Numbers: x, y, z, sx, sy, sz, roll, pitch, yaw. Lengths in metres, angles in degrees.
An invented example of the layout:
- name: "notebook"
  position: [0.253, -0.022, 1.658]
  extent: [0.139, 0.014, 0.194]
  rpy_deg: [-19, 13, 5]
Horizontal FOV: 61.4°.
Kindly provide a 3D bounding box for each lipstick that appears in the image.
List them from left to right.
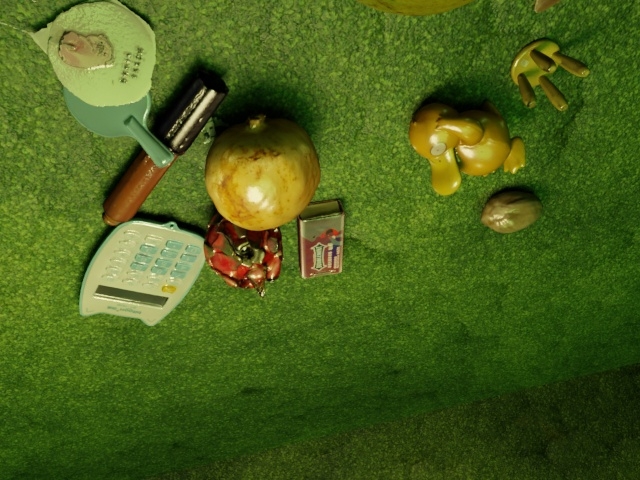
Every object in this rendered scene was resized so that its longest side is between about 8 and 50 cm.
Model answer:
- name: "lipstick"
  position: [-0.327, -0.170, 1.084]
  extent: [0.077, 0.077, 0.418]
  rpy_deg: [23, 127, -37]

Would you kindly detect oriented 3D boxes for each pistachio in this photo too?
- name: "pistachio"
  position: [0.519, -0.077, 1.447]
  extent: [0.185, 0.108, 0.126]
  rpy_deg: [-12, 163, -16]

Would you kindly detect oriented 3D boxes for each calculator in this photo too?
- name: "calculator"
  position: [-0.437, 0.077, 1.333]
  extent: [0.256, 0.054, 0.386]
  rpy_deg: [16, 133, -32]

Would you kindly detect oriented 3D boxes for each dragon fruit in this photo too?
- name: "dragon fruit"
  position: [-0.170, 0.013, 1.222]
  extent: [0.193, 0.274, 0.192]
  rpy_deg: [20, 93, -5]

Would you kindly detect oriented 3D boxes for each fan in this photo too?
- name: "fan"
  position: [-0.433, -0.329, 0.891]
  extent: [0.310, 0.010, 0.182]
  rpy_deg: [12, 111, -19]

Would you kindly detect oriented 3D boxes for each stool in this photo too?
- name: "stool"
  position: [0.472, -0.345, 1.125]
  extent: [0.135, 0.110, 0.134]
  rpy_deg: [-29, 138, 16]

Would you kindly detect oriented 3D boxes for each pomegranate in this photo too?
- name: "pomegranate"
  position: [-0.114, -0.139, 1.071]
  extent: [0.248, 0.248, 0.248]
  rpy_deg: [-9, 139, -8]

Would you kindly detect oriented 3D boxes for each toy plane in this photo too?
- name: "toy plane"
  position: [-0.223, -0.229, 1.085]
  extent: [0.080, 0.033, 0.083]
  rpy_deg: [-19, 140, -14]

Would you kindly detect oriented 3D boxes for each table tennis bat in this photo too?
- name: "table tennis bat"
  position: [-0.357, -0.232, 0.981]
  extent: [0.149, 0.038, 0.237]
  rpy_deg: [-36, 112, 10]

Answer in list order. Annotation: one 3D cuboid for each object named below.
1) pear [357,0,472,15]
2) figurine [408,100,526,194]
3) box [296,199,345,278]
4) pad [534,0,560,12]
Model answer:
- name: "pear"
  position: [0.140, -0.481, 0.711]
  extent: [0.413, 0.352, 0.352]
  rpy_deg: [-8, 139, -5]
- name: "figurine"
  position: [0.313, -0.216, 1.189]
  extent: [0.228, 0.215, 0.215]
  rpy_deg: [-19, 141, -20]
- name: "box"
  position: [0.000, 0.000, 1.387]
  extent: [0.120, 0.069, 0.224]
  rpy_deg: [-10, 138, -7]
- name: "pad"
  position: [0.504, -0.516, 0.901]
  extent: [0.286, 0.018, 0.284]
  rpy_deg: [-30, 172, 14]
